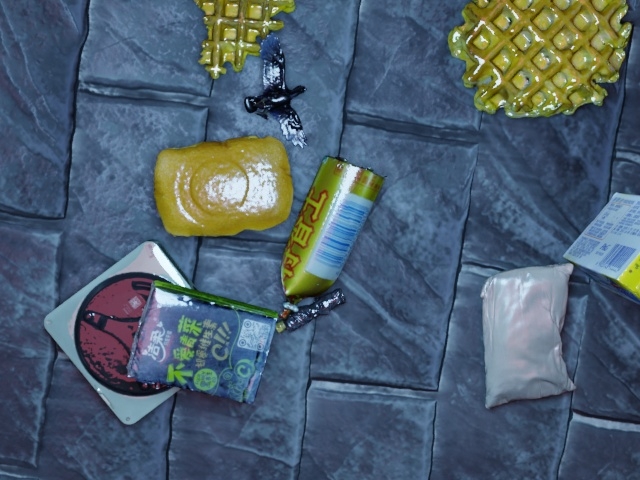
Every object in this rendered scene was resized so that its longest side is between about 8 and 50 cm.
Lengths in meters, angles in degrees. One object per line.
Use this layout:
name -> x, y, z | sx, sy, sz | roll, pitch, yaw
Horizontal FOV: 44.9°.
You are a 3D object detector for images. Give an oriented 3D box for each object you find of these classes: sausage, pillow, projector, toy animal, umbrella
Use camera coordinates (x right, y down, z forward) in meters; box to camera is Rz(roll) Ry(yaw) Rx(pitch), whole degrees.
sausage -> -0.001, -0.001, 1.400 | 0.117, 0.125, 0.317 | 25, 99, -6
pillow -> 0.387, 0.179, 1.444 | 0.174, 0.067, 0.270 | -4, 96, 6
projector -> -0.334, 0.170, 1.432 | 0.259, 0.079, 0.257 | -37, 96, 1
toy animal -> -0.077, -0.254, 1.380 | 0.108, 0.062, 0.220 | -33, 121, -24
umbrella -> -0.019, 0.134, 1.451 | 0.144, 0.040, 0.037 | -28, 104, 4

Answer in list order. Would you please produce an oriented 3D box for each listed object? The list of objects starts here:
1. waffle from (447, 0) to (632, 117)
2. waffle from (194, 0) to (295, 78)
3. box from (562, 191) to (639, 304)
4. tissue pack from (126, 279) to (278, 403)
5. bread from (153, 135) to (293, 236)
waffle -> 0.392, -0.371, 1.382 | 0.325, 0.068, 0.301 | -1, 97, -2
waffle -> -0.190, -0.453, 1.372 | 0.293, 0.069, 0.260 | 45, 90, -5
box -> 0.545, 0.014, 1.327 | 0.097, 0.265, 0.168 | 39, 93, -6
tissue pack -> -0.207, 0.182, 1.375 | 0.236, 0.073, 0.173 | 15, 91, -16
bread -> -0.170, -0.095, 1.384 | 0.246, 0.121, 0.173 | -5, 98, 2
